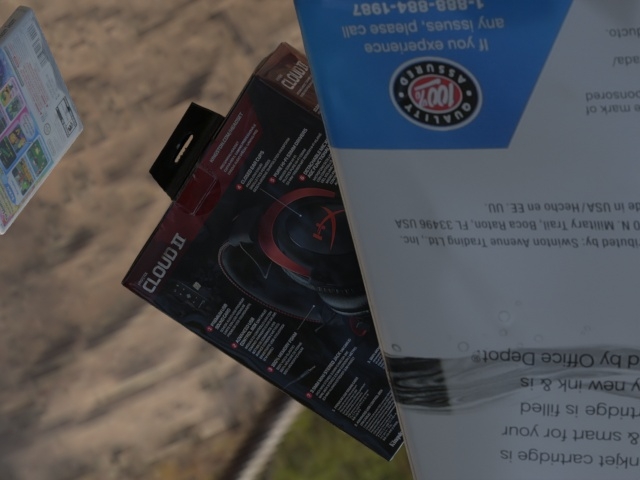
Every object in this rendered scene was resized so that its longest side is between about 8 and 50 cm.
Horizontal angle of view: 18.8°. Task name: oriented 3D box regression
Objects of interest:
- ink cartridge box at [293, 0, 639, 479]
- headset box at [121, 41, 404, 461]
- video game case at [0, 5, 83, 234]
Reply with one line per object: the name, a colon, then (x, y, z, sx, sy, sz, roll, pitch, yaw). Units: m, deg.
ink cartridge box: (0.182, 0.010, 0.980, 0.285, 0.166, 0.395, 0, 121, 25)
headset box: (0.000, 0.000, 1.542, 0.218, 0.293, 0.110, -57, -179, 24)
video game case: (-0.279, -0.108, 1.743, 0.143, 0.019, 0.157, -57, 148, -31)
